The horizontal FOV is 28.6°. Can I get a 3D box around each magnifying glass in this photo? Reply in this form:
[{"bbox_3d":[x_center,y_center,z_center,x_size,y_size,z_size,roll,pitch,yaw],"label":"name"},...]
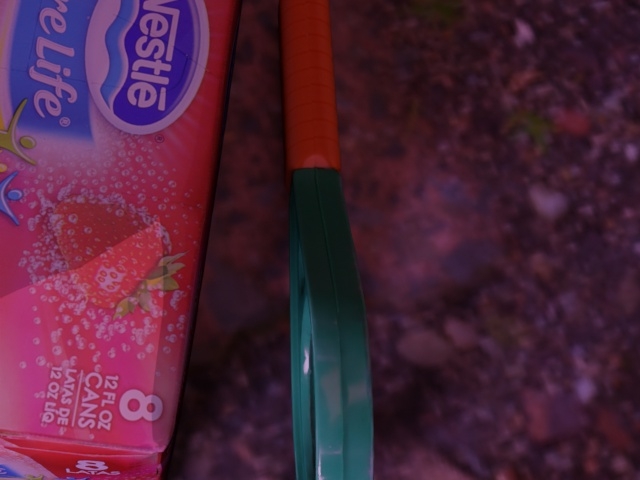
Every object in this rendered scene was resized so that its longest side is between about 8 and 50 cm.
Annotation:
[{"bbox_3d":[0.000,0.000,0.469,0.026,0.092,0.231,-2,60,-6],"label":"magnifying glass"}]

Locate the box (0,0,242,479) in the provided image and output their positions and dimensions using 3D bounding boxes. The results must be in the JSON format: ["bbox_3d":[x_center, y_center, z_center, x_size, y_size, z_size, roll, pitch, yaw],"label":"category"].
[{"bbox_3d":[-0.095,-0.044,0.439,0.122,0.128,0.257,8,68,-6],"label":"box"}]
